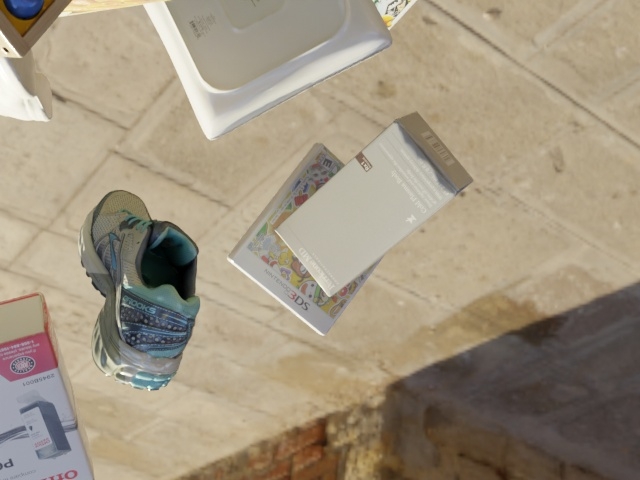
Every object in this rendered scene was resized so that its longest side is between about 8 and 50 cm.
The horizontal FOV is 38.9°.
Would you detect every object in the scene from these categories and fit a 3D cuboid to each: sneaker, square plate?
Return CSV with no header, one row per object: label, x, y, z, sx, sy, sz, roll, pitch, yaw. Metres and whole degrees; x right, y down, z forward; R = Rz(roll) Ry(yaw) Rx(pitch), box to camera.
sneaker,-0.388,-0.196,1.085,0.094,0.080,0.212,-4,161,-5
sneaker,-0.175,0.022,0.951,0.110,0.283,0.122,19,118,-33
square plate,-0.110,-0.392,1.474,0.344,0.347,0.049,-27,173,7

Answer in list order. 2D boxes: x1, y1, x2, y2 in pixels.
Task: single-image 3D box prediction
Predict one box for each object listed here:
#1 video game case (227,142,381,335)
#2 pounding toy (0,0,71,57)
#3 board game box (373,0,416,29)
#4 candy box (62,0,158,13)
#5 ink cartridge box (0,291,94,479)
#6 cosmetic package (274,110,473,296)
video game case,0.000,0.000,1.399,0.206,0.227,0.026,41,170,-25
pounding toy,-0.223,-0.227,0.650,0.100,0.141,0.130,11,148,34
board game box,0.108,-0.530,1.805,0.193,0.053,0.305,31,125,-22
candy box,-0.371,-0.364,1.263,0.317,0.087,0.183,-1,-170,27
ink cartridge box,-0.352,0.186,0.994,0.159,0.092,0.217,-15,122,-14
cosmetic package,0.069,-0.047,1.202,0.238,0.107,0.127,-43,86,25
